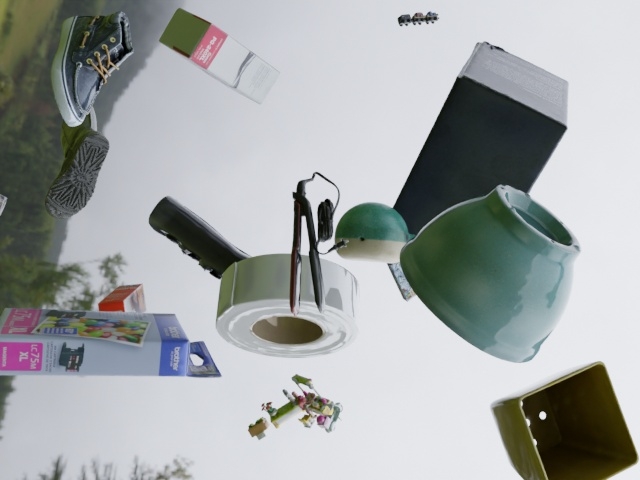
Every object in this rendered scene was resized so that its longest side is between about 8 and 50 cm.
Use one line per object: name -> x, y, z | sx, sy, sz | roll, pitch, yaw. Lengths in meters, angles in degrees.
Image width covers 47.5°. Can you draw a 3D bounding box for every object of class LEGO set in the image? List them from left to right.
LEGO set -> -0.074, 0.404, 1.795 | 0.287, 0.107, 0.132 | -16, -149, 37

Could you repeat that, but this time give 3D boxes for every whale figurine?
whale figurine -> 0.139, -0.019, 1.751 | 0.272, 0.217, 0.141 | 3, 90, -69

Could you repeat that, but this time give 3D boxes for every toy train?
toy train -> 0.298, -0.676, 2.213 | 0.027, 0.158, 0.036 | -30, -103, 58

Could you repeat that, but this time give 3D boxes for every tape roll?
tape roll -> -0.064, 0.136, 1.437 | 0.286, 0.286, 0.100 | -45, -144, 52

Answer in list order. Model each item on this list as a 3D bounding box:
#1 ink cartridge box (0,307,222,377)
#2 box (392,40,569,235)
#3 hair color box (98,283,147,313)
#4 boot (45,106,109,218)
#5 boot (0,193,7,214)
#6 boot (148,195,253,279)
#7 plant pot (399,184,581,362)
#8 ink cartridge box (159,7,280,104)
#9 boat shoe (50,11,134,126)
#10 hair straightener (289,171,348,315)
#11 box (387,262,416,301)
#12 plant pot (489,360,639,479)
ink cartridge box -> -0.310, 0.148, 1.068 | 0.186, 0.311, 0.065 | -157, -105, -72
box -> 0.426, -0.229, 1.972 | 0.479, 0.298, 0.471 | -66, 172, 30
hair color box -> -0.387, 0.147, 1.437 | 0.167, 0.054, 0.093 | -109, -167, -81
boot -> -0.463, -0.154, 1.354 | 0.189, 0.076, 0.208 | -56, -141, 4
boot -> -0.564, 0.025, 1.009 | 0.091, 0.263, 0.228 | 35, 67, -66
boot -> -0.286, 0.025, 2.052 | 0.146, 0.445, 0.367 | -47, 176, -16
plant pot -> 0.308, 0.031, 1.228 | 0.196, 0.293, 0.293 | -56, -150, 26
ink cartridge box -> -0.151, -0.278, 1.106 | 0.109, 0.150, 0.063 | 36, -84, 45
boat shoe -> -0.291, -0.229, 0.938 | 0.065, 0.083, 0.183 | 71, 9, -57
hair straightener -> 0.000, 0.000, 1.103 | 0.047, 0.089, 0.230 | 64, 26, -67
box -> 0.251, 0.093, 2.047 | 0.027, 0.094, 0.137 | 35, -25, 59
plant pot -> 0.467, 0.376, 1.472 | 0.212, 0.212, 0.187 | 71, -20, 2
